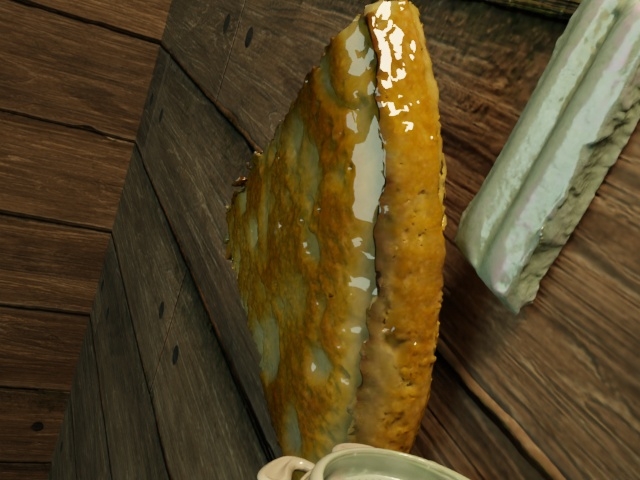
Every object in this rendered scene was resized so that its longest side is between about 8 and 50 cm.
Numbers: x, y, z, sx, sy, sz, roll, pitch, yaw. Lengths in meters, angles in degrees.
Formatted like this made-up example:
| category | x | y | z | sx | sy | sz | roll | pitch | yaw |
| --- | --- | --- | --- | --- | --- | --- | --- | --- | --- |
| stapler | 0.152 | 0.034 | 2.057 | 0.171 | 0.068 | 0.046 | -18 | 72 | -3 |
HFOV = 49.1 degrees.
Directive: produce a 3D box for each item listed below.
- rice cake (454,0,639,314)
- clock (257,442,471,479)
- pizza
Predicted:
| category | x | y | z | sx | sy | sz | roll | pitch | yaw |
| --- | --- | --- | --- | --- | --- | --- | --- | --- | --- |
| rice cake | 0.165 | -0.063 | 0.487 | 0.226 | 0.040 | 0.085 | -67 | 28 | 24 |
| clock | 0.052 | 0.192 | 0.453 | 0.191 | 0.151 | 0.062 | 25 | 104 | 46 |
| pizza | 0.000 | 0.000 | 0.700 | 0.406 | 0.130 | 0.440 | -150 | 62 | -63 |
